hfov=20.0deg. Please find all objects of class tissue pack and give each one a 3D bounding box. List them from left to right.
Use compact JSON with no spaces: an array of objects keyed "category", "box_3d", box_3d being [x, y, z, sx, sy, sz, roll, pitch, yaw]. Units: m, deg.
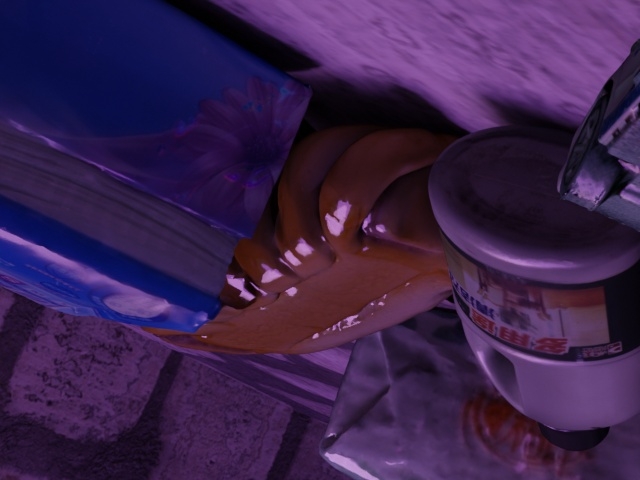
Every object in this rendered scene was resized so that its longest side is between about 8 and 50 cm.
[{"category":"tissue pack","box_3d":[-0.170,-0.072,0.851,0.263,0.146,0.198,28,168,-26]},{"category":"tissue pack","box_3d":[0.151,0.127,1.169,0.228,0.128,0.311,18,179,15]}]

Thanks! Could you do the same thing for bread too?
[{"category":"bread","box_3d":[0.000,0.000,0.920,0.134,0.081,0.225,14,152,-36]}]

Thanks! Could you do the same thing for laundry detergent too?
[{"category":"laundry detergent","box_3d":[0.111,0.036,0.849,0.099,0.070,0.225,10,152,17]}]

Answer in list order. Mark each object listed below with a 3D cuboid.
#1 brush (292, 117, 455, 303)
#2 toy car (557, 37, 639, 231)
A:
[{"category":"brush","box_3d":[0.027,-0.025,1.013,0.043,0.036,0.248,12,161,33]},{"category":"toy car","box_3d":[0.132,-0.043,0.481,0.090,0.076,0.224,25,164,-1]}]
